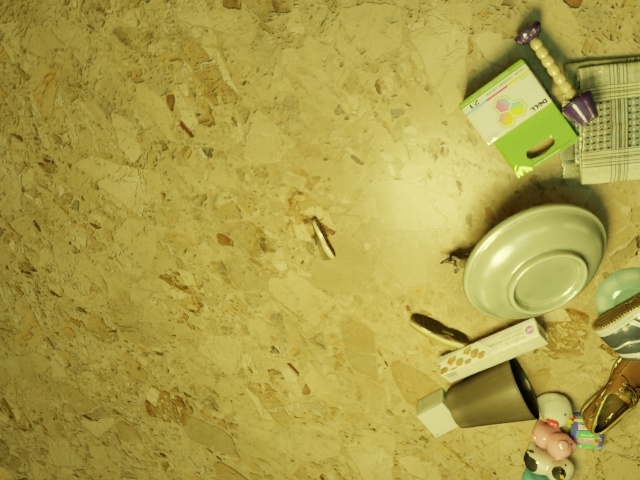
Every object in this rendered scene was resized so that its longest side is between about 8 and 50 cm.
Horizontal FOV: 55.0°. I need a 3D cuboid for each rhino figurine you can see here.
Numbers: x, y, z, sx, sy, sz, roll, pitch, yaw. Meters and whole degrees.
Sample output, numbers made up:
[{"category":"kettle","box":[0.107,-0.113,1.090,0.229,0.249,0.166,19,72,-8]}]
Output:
[{"category":"rhino figurine","box":[0.458,0.050,1.725,0.244,0.106,0.073,-6,109,14]}]

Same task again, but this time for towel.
[{"category":"towel","box":[0.770,-0.301,1.544,0.325,0.056,0.311,-2,111,14]}]

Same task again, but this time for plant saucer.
[{"category":"plant saucer","box":[0.875,0.171,1.720,0.195,0.037,0.194,4,111,11]},{"category":"plant saucer","box":[0.582,0.088,1.625,0.401,0.100,0.400,-6,129,-8]}]

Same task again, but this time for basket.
[{"category":"basket","box":[0.511,0.475,1.863,0.227,0.154,0.204,-26,84,25]}]

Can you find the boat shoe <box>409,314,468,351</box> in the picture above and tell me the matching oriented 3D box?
[{"category":"boat shoe","box":[0.351,0.294,1.872,0.190,0.068,0.072,26,126,1]}]

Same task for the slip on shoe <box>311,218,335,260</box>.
[{"category":"slip on shoe","box":[0.000,0.000,1.839,0.041,0.051,0.135,-21,113,17]}]

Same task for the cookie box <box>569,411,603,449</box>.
[{"category":"cookie box","box":[0.822,0.587,1.896,0.092,0.040,0.107,1,111,13]}]

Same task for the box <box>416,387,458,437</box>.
[{"category":"box","box":[0.376,0.547,1.953,0.102,0.087,0.101,-36,100,23]}]

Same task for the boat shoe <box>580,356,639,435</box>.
[{"category":"boat shoe","box":[0.878,0.438,1.772,0.111,0.104,0.307,30,105,6]}]

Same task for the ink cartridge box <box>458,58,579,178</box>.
[{"category":"ink cartridge box","box":[0.506,-0.302,1.558,0.189,0.097,0.255,-36,92,26]}]

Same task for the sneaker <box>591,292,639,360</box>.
[{"category":"sneaker","box":[0.902,0.221,1.657,0.282,0.099,0.153,-37,95,30]}]

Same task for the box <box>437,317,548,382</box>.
[{"category":"box","box":[0.501,0.327,1.811,0.324,0.063,0.067,-31,132,27]}]

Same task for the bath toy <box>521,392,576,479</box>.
[{"category":"bath toy","box":[0.712,0.638,1.889,0.152,0.129,0.347,7,112,17]}]

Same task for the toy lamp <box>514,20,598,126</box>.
[{"category":"toy lamp","box":[0.581,-0.403,1.502,0.080,0.080,0.274,-37,88,23]}]
